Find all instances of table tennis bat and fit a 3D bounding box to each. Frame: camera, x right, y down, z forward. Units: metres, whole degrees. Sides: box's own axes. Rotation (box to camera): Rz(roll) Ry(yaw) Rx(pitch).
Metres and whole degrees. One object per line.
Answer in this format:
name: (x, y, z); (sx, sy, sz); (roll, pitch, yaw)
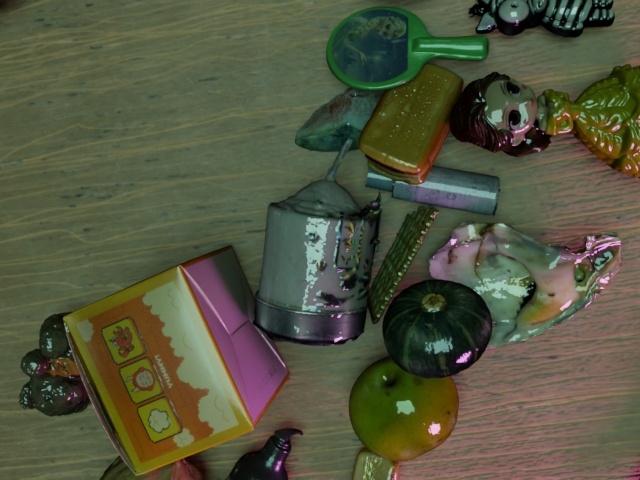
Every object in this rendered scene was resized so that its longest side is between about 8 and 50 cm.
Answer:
table tennis bat: (0.135, -0.304, 1.135); (0.257, 0.039, 0.160); (3, 67, 11)

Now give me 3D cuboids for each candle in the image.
candle: (0.000, 0.000, 1.139); (0.188, 0.187, 0.330); (8, 99, 7)

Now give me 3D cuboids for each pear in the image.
pear: (0.145, 0.285, 1.172); (0.180, 0.166, 0.216); (-31, 122, -2)

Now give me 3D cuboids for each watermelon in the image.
watermelon: (0.039, -0.196, 1.187); (0.180, 0.081, 0.094); (-24, 66, 4)

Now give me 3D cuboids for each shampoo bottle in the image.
shampoo bottle: (-0.123, 0.445, 1.244); (0.101, 0.101, 0.283); (30, 99, 4)
shampoo bottle: (0.180, -0.090, 1.167); (0.214, 0.072, 0.072); (11, 97, 7)

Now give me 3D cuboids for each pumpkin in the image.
pumpkin: (0.174, 0.134, 1.089); (0.167, 0.167, 0.125); (6, 137, 7)

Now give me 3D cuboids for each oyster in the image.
oyster: (0.307, 0.063, 1.148); (0.271, 0.100, 0.275); (23, 117, 6)

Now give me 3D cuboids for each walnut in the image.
walnut: (-0.300, 0.462, 1.228); (0.198, 0.198, 0.245); (32, 103, 4)

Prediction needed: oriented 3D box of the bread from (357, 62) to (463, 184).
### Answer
bread: (0.144, -0.188, 1.133); (0.116, 0.077, 0.200); (19, 69, 20)

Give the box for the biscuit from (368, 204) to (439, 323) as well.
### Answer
biscuit: (0.124, 0.028, 1.148); (0.016, 0.144, 0.203); (25, 100, -8)

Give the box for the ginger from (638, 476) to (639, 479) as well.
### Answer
ginger: (0.589, 0.347, 1.144); (0.148, 0.081, 0.333); (41, 99, 7)

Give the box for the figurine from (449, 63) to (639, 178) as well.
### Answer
figurine: (0.353, -0.181, 1.047); (0.316, 0.168, 0.187); (1, 106, -8)

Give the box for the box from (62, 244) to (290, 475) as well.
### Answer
box: (-0.214, 0.174, 1.137); (0.214, 0.283, 0.259); (-25, 91, 9)

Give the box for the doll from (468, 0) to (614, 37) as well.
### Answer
doll: (0.341, -0.359, 1.117); (0.220, 0.067, 0.091); (2, 69, 9)

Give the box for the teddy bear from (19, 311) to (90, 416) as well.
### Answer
teddy bear: (-0.441, 0.221, 1.256); (0.140, 0.177, 0.190); (34, 102, 49)

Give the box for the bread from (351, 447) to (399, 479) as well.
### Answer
bread: (0.096, 0.414, 1.232); (0.082, 0.056, 0.115); (6, 84, 26)
